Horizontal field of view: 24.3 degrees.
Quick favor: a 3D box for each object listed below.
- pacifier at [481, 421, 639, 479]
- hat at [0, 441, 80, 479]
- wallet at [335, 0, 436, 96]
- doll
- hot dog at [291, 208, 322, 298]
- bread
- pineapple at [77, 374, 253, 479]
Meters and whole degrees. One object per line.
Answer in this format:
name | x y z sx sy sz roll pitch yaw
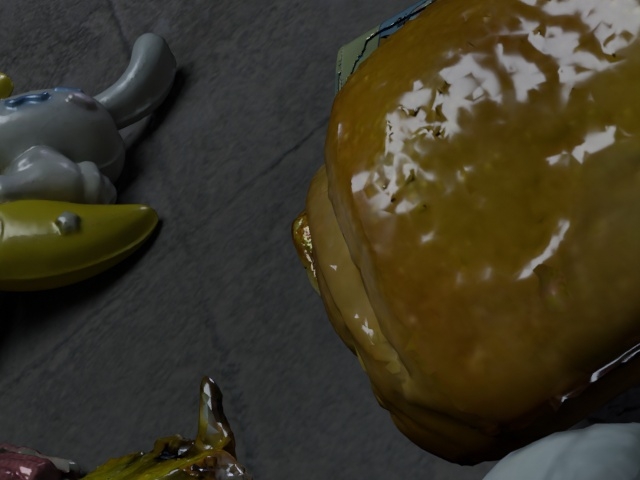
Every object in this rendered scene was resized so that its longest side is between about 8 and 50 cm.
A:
pacifier | 0.147 0.150 0.456 0.332 0.273 0.220 -31 76 24
hat | -0.314 0.200 1.006 0.236 0.107 0.286 -31 24 -32
wallet | 0.079 -0.129 0.984 0.155 0.039 0.110 -28 36 27
doll | -0.228 -0.060 1.159 0.252 0.111 0.237 -13 43 0
hot dog | 0.000 0.000 0.938 0.030 0.034 0.090 -36 33 14
bread | 0.154 -0.058 0.583 0.337 0.148 0.328 -36 -10 12
pineapple | -0.126 0.204 0.798 0.334 0.158 0.161 -32 -4 12
